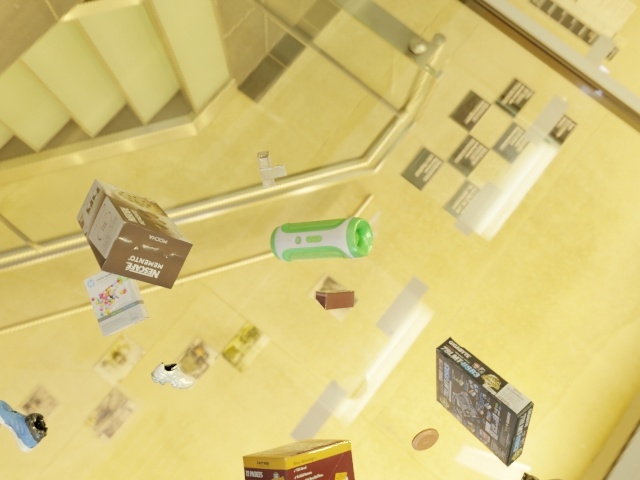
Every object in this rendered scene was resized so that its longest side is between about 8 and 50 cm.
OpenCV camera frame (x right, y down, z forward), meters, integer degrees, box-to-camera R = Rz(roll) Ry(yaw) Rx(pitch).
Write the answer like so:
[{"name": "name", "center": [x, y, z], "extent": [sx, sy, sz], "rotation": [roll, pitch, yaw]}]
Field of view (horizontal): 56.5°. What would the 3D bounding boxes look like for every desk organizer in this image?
[{"name": "desk organizer", "center": [0.043, 0.174, 1.757], "extent": [0.130, 0.047, 0.050], "rotation": [1, 92, -47]}]

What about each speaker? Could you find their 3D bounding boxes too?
[{"name": "speaker", "center": [0.000, 0.000, 1.749], "extent": [0.297, 0.131, 0.131], "rotation": [-4, -154, 34]}]

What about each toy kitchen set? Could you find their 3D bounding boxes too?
[{"name": "toy kitchen set", "center": [-0.131, -0.198, 1.624], "extent": [0.068, 0.083, 0.075], "rotation": [-10, -159, -1]}]

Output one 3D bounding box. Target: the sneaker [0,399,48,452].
[{"name": "sneaker", "center": [-0.741, 0.442, 1.486], "extent": [0.085, 0.152, 0.058], "rotation": [-40, 171, 3]}]

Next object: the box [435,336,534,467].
[{"name": "box", "center": [0.456, 0.462, 1.707], "extent": [0.073, 0.293, 0.295], "rotation": [-31, 137, -21]}]

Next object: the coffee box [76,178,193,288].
[{"name": "coffee box", "center": [-0.432, -0.019, 1.362], "extent": [0.297, 0.168, 0.118], "rotation": [37, -78, 52]}]

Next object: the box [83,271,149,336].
[{"name": "box", "center": [-0.612, 0.175, 1.788], "extent": [0.145, 0.186, 0.038], "rotation": [-24, 168, 9]}]

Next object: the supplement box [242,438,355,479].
[{"name": "supplement box", "center": [-0.036, 0.515, 1.200], "extent": [0.129, 0.194, 0.191], "rotation": [-16, 166, 41]}]

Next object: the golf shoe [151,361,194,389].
[{"name": "golf shoe", "center": [-0.538, 0.500, 2.220], "extent": [0.176, 0.069, 0.086], "rotation": [22, 106, -40]}]

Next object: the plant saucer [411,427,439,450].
[{"name": "plant saucer", "center": [0.293, 0.555, 1.655], "extent": [0.083, 0.084, 0.013], "rotation": [-53, -145, 14]}]

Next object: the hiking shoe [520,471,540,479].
[{"name": "hiking shoe", "center": [0.728, 0.829, 1.967], "extent": [0.227, 0.114, 0.086], "rotation": [34, 79, -77]}]

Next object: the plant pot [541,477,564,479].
[{"name": "plant pot", "center": [0.611, 0.780, 1.664], "extent": [0.229, 0.263, 0.263], "rotation": [-45, 178, 28]}]
